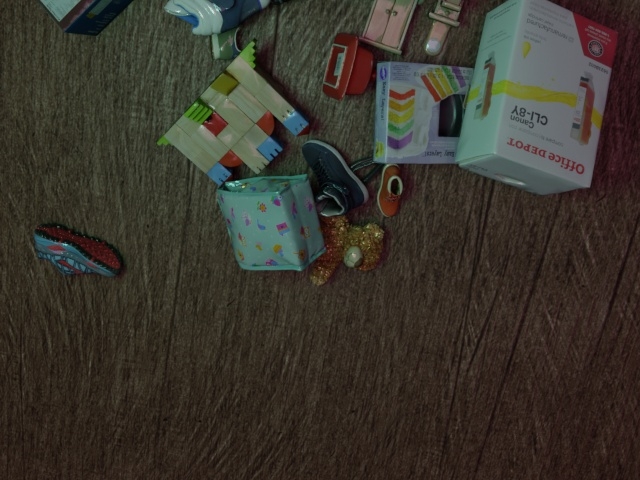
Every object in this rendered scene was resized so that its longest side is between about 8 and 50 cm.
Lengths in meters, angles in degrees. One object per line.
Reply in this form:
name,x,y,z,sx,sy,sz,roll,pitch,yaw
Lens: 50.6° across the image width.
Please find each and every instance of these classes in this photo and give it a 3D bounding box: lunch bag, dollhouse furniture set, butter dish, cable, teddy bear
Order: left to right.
lunch bag,-0.138,-0.045,1.712,0.262,0.160,0.223,1,114,38
teddy bear,0.000,0.000,1.828,0.338,0.113,0.245,32,107,-3
butter dish,0.087,-0.429,1.704,0.118,0.160,0.160,9,106,-22
cable,0.187,-0.245,1.790,0.139,0.072,0.287,31,118,-21
dollhouse furniture set,0.180,-0.521,1.548,0.303,0.355,0.174,19,106,-1

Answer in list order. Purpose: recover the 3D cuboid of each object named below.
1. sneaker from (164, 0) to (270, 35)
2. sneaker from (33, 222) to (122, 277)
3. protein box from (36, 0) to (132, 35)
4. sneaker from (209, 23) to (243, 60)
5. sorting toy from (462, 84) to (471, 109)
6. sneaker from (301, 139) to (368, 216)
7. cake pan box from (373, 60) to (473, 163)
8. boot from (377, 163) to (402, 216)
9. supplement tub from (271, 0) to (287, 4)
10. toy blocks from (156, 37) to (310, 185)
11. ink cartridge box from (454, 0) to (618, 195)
sneaker,-0.290,-0.649,1.624,0.236,0.130,0.323,-29,86,-7
sneaker,-0.687,0.048,1.923,0.262,0.104,0.125,25,123,2
protein box,-0.568,-0.626,1.667,0.201,0.200,0.136,-38,98,13
sneaker,-0.241,-0.558,1.733,0.086,0.064,0.192,-4,96,-13
sorting toy,0.392,-0.351,1.699,0.083,0.012,0.062,10,92,-39
sneaker,0.006,-0.158,1.742,0.226,0.163,0.086,46,131,8
cake pan box,0.259,-0.311,1.679,0.267,0.070,0.246,-2,102,-27
boot,0.186,-0.119,1.782,0.059,0.084,0.158,-5,124,-5
supplement tub,-0.047,-0.663,1.654,0.190,0.117,0.117,-18,102,9
toy blocks,-0.205,-0.291,1.750,0.381,0.191,0.261,-42,108,18
ink cartridge box,0.502,-0.327,1.566,0.279,0.160,0.384,15,83,-20
